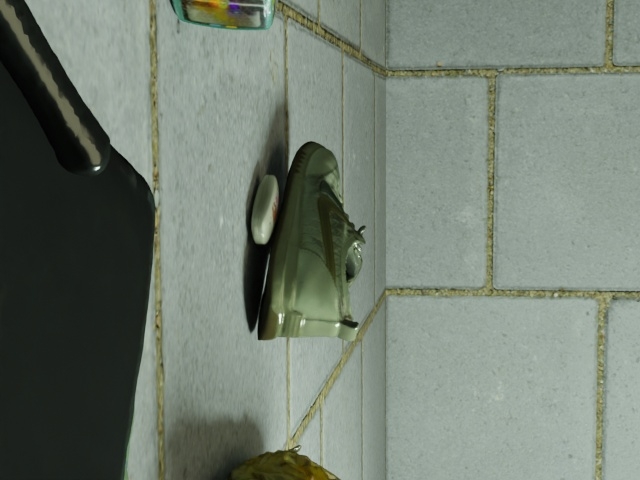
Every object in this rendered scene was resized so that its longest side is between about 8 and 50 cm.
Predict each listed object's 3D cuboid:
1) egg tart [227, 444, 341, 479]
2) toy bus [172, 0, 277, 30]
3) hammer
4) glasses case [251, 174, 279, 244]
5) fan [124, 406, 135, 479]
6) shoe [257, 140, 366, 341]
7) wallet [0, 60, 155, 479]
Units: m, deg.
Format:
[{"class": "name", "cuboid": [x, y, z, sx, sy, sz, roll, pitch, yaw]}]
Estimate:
[{"class": "egg tart", "cuboid": [0.052, 0.333, 0.923, 0.169, 0.388, 0.388, -55, 168, -2]}, {"class": "toy bus", "cuboid": [-0.053, -0.263, 0.818, 0.109, 0.091, 0.261, 91, 7, -47]}, {"class": "hammer", "cuboid": [-0.113, -0.111, 0.268, 0.246, 0.029, 0.103, 64, -1, -34]}, {"class": "glasses case", "cuboid": [-0.053, -0.030, 1.041, 0.083, 0.021, 0.032, -80, 167, -48]}, {"class": "fan", "cuboid": [-0.125, 0.084, 0.616, 0.131, 0.009, 0.240, -58, 147, -78]}, {"class": "shoe", "cuboid": [0.000, 0.000, 1.111, 0.274, 0.098, 0.103, -80, -175, -46]}, {"class": "wallet", "cuboid": [-0.139, 0.020, 0.341, 0.406, 0.062, 0.228, 66, 25, -73]}]
